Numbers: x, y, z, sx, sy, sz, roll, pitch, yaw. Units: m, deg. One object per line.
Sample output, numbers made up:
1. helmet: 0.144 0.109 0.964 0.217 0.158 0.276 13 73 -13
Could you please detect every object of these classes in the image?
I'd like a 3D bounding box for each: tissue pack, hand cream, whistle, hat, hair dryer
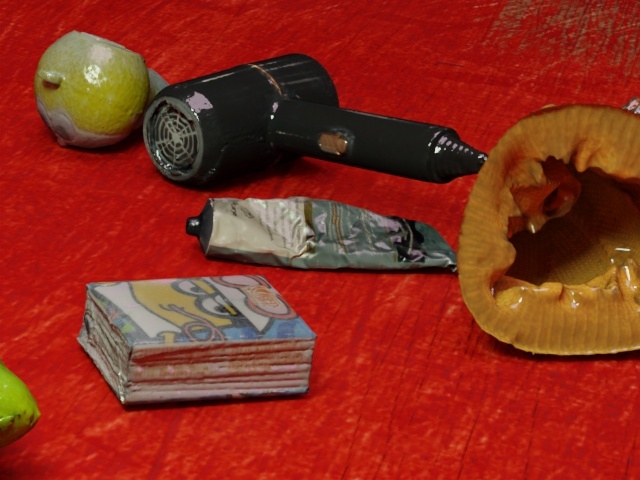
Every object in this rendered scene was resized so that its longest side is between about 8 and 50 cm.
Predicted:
1. tissue pack: -0.095 0.073 1.487 0.155 0.065 0.115 -3 26 -25
2. hand cream: 0.000 0.000 1.739 0.248 0.052 0.075 7 44 -18
3. whistle: -0.206 -0.138 1.945 0.123 0.123 0.223 25 6 34
4. hat: 0.194 -0.012 1.713 0.233 0.244 0.233 42 -8 -15
5. hair dryer: 0.012 -0.096 1.816 0.352 0.107 0.189 13 23 41

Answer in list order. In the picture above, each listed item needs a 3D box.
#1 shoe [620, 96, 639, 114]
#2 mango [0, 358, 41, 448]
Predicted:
1. shoe: 0.321 -0.115 2.070 0.194 0.077 0.074 -12 30 -41
2. mango: -0.278 0.084 1.341 0.233 0.111 0.125 25 32 33
